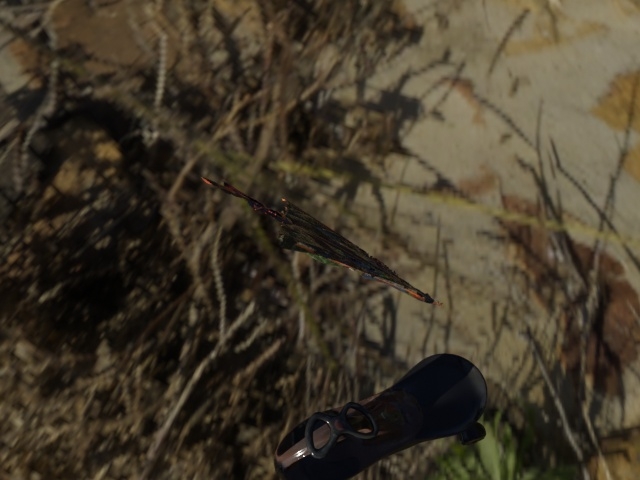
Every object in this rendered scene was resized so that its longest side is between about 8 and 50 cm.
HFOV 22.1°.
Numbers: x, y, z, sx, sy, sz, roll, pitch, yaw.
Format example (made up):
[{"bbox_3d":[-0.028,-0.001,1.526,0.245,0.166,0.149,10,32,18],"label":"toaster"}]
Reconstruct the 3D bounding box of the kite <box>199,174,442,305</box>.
[{"bbox_3d":[0.000,0.001,1.133,0.189,0.232,0.009,28,96,-1],"label":"kite"}]

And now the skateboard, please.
[{"bbox_3d":[0.041,0.121,1.090,0.151,0.080,0.067,-21,73,-14],"label":"skateboard"}]
